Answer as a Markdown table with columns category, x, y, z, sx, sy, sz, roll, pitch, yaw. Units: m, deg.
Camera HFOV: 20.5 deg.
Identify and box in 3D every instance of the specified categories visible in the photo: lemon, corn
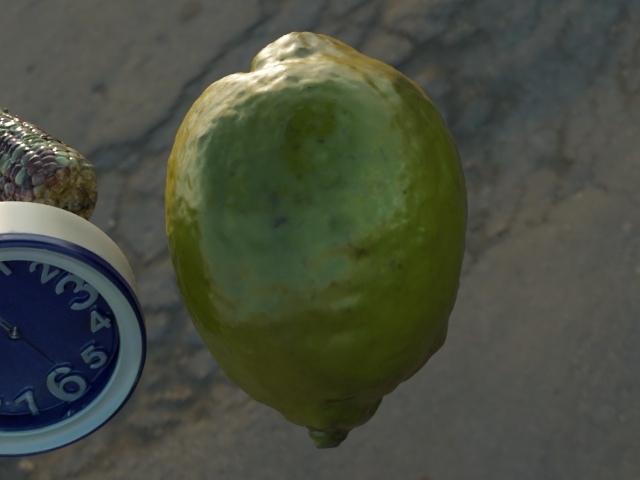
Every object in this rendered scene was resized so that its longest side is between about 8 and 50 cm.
| category | x | y | z | sx | sy | sz | roll | pitch | yaw |
| --- | --- | --- | --- | --- | --- | --- | --- | --- | --- |
| lemon | 0.000 | -0.008 | 1.520 | 0.285 | 0.285 | 0.316 | -23 | 61 | 15 |
| corn | -0.343 | -0.088 | 1.885 | 0.098 | 0.098 | 0.290 | -47 | 45 | -16 |

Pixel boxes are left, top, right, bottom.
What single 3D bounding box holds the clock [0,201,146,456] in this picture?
| category | x | y | z | sx | sy | sz | roll | pitch | yaw |
| --- | --- | --- | --- | --- | --- | --- | --- | --- | --- |
| clock | -0.269 | 0.079 | 1.552 | 0.230 | 0.230 | 0.083 | -28 | 32 | 9 |
